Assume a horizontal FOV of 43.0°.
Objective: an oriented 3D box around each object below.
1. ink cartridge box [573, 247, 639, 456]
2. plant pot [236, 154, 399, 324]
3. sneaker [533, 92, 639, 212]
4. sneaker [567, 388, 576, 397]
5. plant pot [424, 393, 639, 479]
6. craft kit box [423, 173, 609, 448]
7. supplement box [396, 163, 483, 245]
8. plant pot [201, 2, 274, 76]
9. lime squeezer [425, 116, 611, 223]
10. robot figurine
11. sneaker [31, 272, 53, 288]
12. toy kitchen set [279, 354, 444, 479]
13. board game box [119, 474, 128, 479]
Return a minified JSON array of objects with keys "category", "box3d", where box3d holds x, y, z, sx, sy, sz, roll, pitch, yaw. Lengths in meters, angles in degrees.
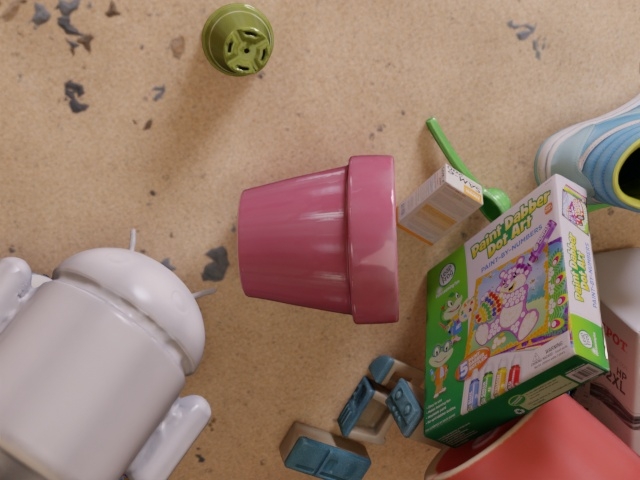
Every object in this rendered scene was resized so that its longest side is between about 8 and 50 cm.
[{"category":"ink cartridge box","box3d":[0.422,0.194,1.110,0.129,0.223,0.307,-8,114,-7]},{"category":"plant pot","box3d":[0.000,0.000,0.959,0.180,0.201,0.201,-1,113,5]},{"category":"sneaker","box3d":[0.444,-0.120,0.982,0.319,0.208,0.127,-28,107,-8]},{"category":"sneaker","box3d":[0.302,0.223,1.150,0.079,0.121,0.216,-4,113,-11]},{"category":"plant pot","box3d":[0.270,0.318,0.953,0.275,0.275,0.243,-39,85,5]},{"category":"craft kit box","box3d":[0.216,0.085,0.952,0.061,0.246,0.250,27,137,-19]},{"category":"supplement box","box3d":[0.149,-0.044,1.028,0.062,0.036,0.098,29,131,-22]},{"category":"plant pot","box3d":[-0.086,-0.215,0.900,0.083,0.079,0.083,-5,114,-11]},{"category":"lime squeezer","box3d":[0.257,-0.056,1.060,0.311,0.059,0.109,19,107,-19]},{"category":"robot figurine","box3d":[-0.265,0.151,0.903,0.300,0.200,0.353,43,62,-15]},{"category":"sneaker","box3d":[-0.407,0.091,0.922,0.237,0.086,0.085,-11,117,-36]},{"category":"toy kitchen set","box3d":[0.057,0.264,1.084,0.122,0.166,0.207,24,105,-21]},{"category":"board game box","box3d":[-0.302,0.357,0.935,0.233,0.347,0.078,18,118,-20]}]
